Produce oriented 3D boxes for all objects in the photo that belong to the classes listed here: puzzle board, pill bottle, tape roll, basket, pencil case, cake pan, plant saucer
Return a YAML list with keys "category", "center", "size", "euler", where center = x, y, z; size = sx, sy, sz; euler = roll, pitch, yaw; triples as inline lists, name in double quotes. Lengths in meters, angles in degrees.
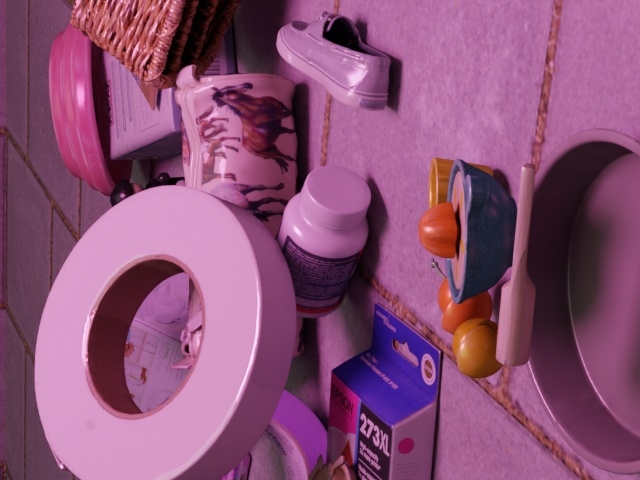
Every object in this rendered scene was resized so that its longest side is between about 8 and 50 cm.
- category: "puzzle board"
  center: [-0.258, -0.266, 2.192]
  size: [0.128, 0.011, 0.096]
  euler: [-123, 36, -50]
- category: "pill bottle"
  center: [0.000, 0.000, 1.792]
  size: [0.180, 0.108, 0.108]
  euler: [110, 147, -45]
- category: "tape roll"
  center: [-0.199, 0.125, 1.810]
  size: [0.392, 0.072, 0.392]
  euler: [-13, 68, 36]
- category: "basket"
  center: [-0.163, -0.363, 1.978]
  size: [0.223, 0.213, 0.299]
  euler: [37, 112, 40]
- category: "pencil case"
  center: [-0.113, -0.027, 1.956]
  size: [0.160, 0.183, 0.410]
  euler: [2, 96, 42]
- category: "tape roll"
  center: [-0.116, 0.319, 1.910]
  size: [0.090, 0.275, 0.274]
  euler: [157, 107, -68]
- category: "cake pan"
  center: [0.260, 0.050, 1.251]
  size: [0.293, 0.054, 0.293]
  euler: [175, 90, -68]
- category: "plant saucer"
  center: [-0.401, -0.239, 2.558]
  size: [0.332, 0.084, 0.332]
  euler: [-5, -90, -86]

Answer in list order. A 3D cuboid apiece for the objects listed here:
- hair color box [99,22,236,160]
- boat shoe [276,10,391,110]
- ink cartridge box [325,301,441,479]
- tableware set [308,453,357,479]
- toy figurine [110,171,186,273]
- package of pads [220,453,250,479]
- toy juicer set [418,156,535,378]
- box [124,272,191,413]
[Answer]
- category: "hair color box"
  center: [-0.244, -0.239, 2.321]
  size: [0.374, 0.114, 0.185]
  euler: [171, 94, -67]
- category: "boat shoe"
  center: [0.022, -0.229, 1.753]
  size: [0.227, 0.079, 0.081]
  euler: [45, 125, 51]
- category: "ink cartridge box"
  center: [0.068, 0.275, 1.746]
  size: [0.176, 0.069, 0.371]
  euler: [-143, 55, -61]
- category: "tableware set"
  center: [0.022, 0.335, 1.757]
  size: [0.141, 0.020, 0.168]
  euler: [137, 125, -61]
- category: "toy figurine"
  center: [-0.239, 0.005, 2.307]
  size: [0.209, 0.148, 0.213]
  euler: [-153, 61, -64]
- category: "package of pads"
  center: [-0.133, 0.349, 2.269]
  size: [0.050, 0.032, 0.083]
  euler: [-119, 33, -50]
- category: "toy juicer set"
  center: [0.135, 0.029, 1.361]
  size: [0.329, 0.089, 0.209]
  euler: [-130, 41, -85]
- category: "box"
  center: [-0.231, 0.170, 2.180]
  size: [0.262, 0.231, 0.127]
  euler: [111, -176, -50]
